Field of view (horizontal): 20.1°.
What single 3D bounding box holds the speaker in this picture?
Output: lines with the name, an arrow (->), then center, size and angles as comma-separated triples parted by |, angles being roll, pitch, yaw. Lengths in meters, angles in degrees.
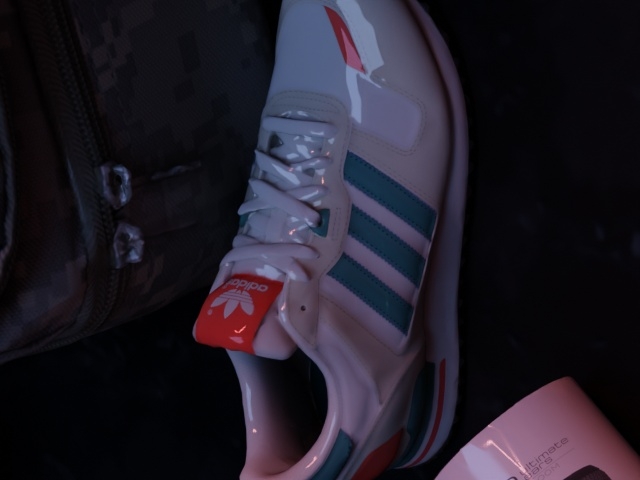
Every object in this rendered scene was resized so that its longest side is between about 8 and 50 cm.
speaker -> 0.089, 0.103, 0.483 | 0.136, 0.055, 0.055 | 51, 132, 19

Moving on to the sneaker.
sneaker -> 0.000, 0.000, 0.519 | 0.057, 0.075, 0.161 | 12, 112, 41

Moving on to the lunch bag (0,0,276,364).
lunch bag -> -0.174, -0.081, 0.531 | 0.212, 0.256, 0.305 | -8, 98, 45
